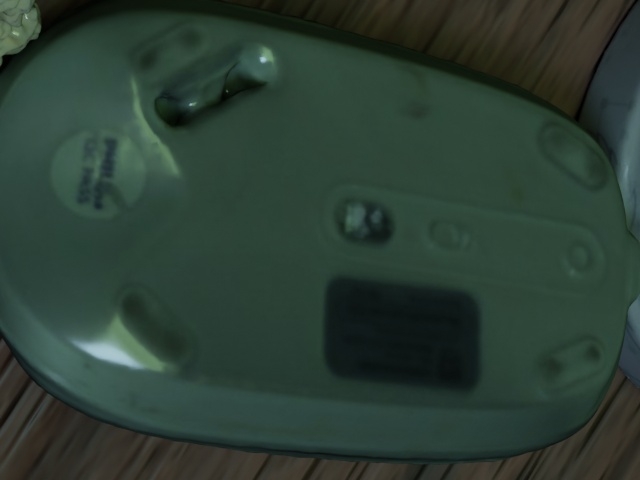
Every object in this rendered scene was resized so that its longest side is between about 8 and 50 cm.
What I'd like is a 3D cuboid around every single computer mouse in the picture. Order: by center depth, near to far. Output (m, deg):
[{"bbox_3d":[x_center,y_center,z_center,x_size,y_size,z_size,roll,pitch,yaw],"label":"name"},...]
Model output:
[{"bbox_3d":[-0.003,0.001,0.853,0.331,0.095,0.197,12,78,-27],"label":"computer mouse"}]

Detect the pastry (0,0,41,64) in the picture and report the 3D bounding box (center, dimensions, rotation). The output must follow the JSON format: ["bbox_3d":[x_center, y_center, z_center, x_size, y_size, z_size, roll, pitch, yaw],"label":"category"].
[{"bbox_3d":[-0.167,-0.183,0.738,0.122,0.089,0.258,2,96,0],"label":"pastry"}]

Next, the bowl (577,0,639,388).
[{"bbox_3d":[0.282,-0.024,0.965,0.287,0.144,0.286,-5,103,-25],"label":"bowl"}]
